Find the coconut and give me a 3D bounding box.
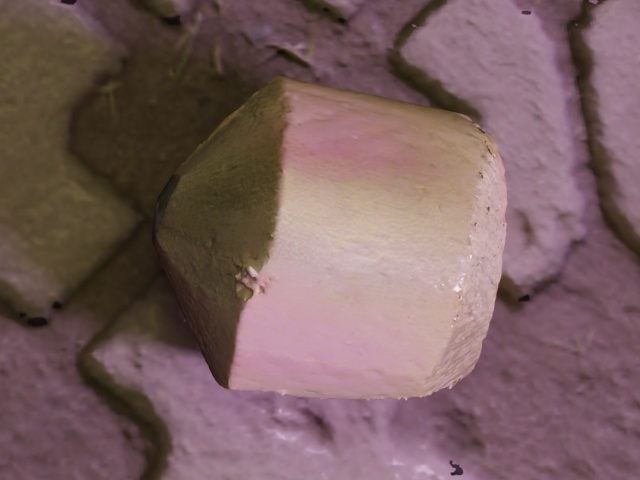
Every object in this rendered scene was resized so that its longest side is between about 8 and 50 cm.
[{"bbox_3d":[0.000,0.000,0.904,0.153,0.147,0.147,7,63,-10],"label":"coconut"}]
